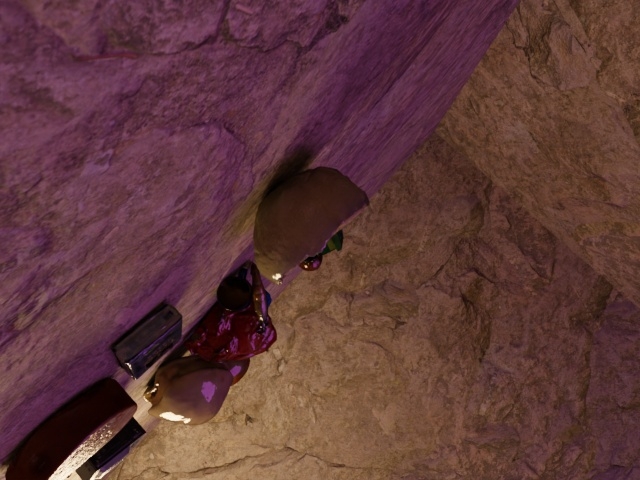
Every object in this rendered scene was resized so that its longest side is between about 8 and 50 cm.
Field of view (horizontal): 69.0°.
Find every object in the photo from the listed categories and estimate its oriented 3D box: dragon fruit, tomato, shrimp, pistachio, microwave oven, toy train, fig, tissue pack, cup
[{"bbox_3d":[-0.336,0.352,1.804,0.329,0.286,0.228,-33,172,-34],"label":"dragon fruit"},{"bbox_3d":[-0.467,0.584,2.224,0.270,0.270,0.222,-48,-147,7],"label":"tomato"},{"bbox_3d":[-0.228,0.199,1.730,0.051,0.261,0.198,-11,-160,-8],"label":"shrimp"},{"bbox_3d":[-0.549,0.624,1.954,0.366,0.281,0.445,-14,146,-21],"label":"pistachio"},{"bbox_3d":[-0.734,0.691,1.591,0.122,0.162,0.208,-51,169,31],"label":"microwave oven"},{"bbox_3d":[0.000,0.000,2.077,0.203,0.120,0.301,-24,-172,9],"label":"toy train"},{"bbox_3d":[-0.060,0.055,2.402,0.149,0.148,0.201,-131,-135,-62],"label":"fig"},{"bbox_3d":[-0.446,0.268,1.218,0.173,0.073,0.235,-43,173,-30],"label":"tissue pack"},{"bbox_3d":[-0.284,0.179,1.633,0.150,0.113,0.138,-44,176,-11],"label":"cup"}]

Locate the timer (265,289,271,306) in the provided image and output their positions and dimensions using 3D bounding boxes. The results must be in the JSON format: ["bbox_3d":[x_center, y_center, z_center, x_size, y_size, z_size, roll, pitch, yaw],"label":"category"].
[{"bbox_3d":[-0.401,0.416,2.471,0.340,0.115,0.309,-44,171,-31],"label":"timer"}]

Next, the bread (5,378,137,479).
[{"bbox_3d":[-0.645,0.515,1.235,0.295,0.114,0.328,-49,173,22],"label":"bread"}]

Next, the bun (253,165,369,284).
[{"bbox_3d":[-0.050,-0.063,1.238,0.364,0.202,0.364,-43,-179,0],"label":"bun"}]
